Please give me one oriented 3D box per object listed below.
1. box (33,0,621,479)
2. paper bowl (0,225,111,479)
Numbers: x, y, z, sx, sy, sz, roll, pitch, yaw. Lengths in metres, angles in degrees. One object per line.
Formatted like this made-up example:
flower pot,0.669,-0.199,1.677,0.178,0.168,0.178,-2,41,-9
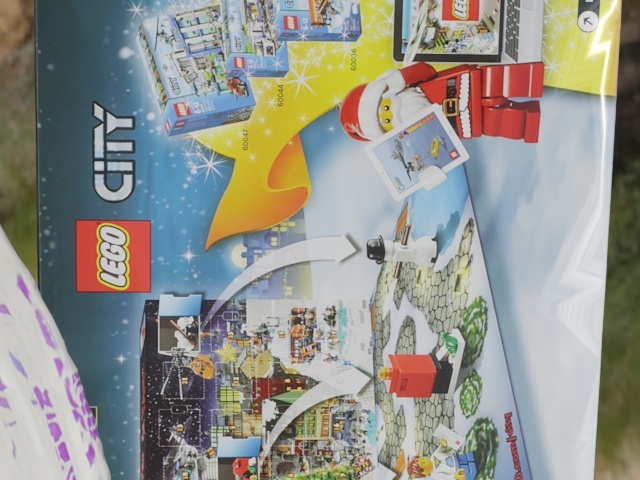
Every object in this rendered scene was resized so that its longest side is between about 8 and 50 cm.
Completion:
box,0.000,0.000,0.547,0.159,0.044,0.233,1,104,-4
paper bowl,-0.198,0.084,0.465,0.284,0.148,0.284,10,110,28
